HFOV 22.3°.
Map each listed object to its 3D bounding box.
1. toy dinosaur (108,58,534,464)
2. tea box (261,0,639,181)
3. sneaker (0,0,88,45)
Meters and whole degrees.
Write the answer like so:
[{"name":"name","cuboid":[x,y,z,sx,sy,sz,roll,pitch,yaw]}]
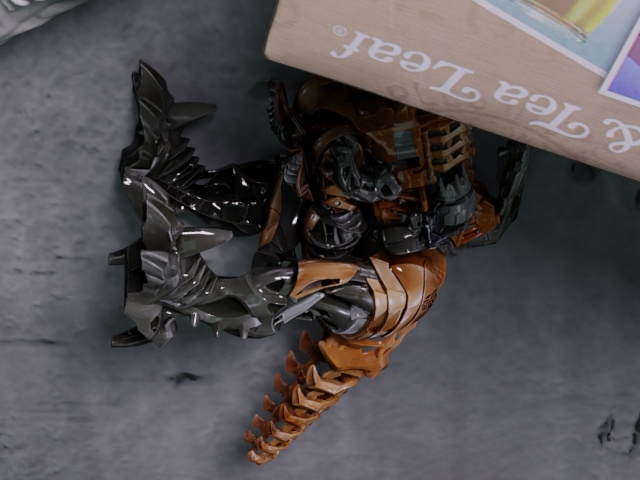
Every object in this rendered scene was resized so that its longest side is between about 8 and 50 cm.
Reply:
[{"name":"toy dinosaur","cuboid":[0.000,0.000,0.896,0.218,0.164,0.322,7,104,-14]},{"name":"tea box","cuboid":[0.187,-0.189,0.604,0.329,0.323,0.220,18,140,-3]},{"name":"sneaker","cuboid":[-0.158,-0.155,0.832,0.292,0.118,0.110,-27,117,26]}]
